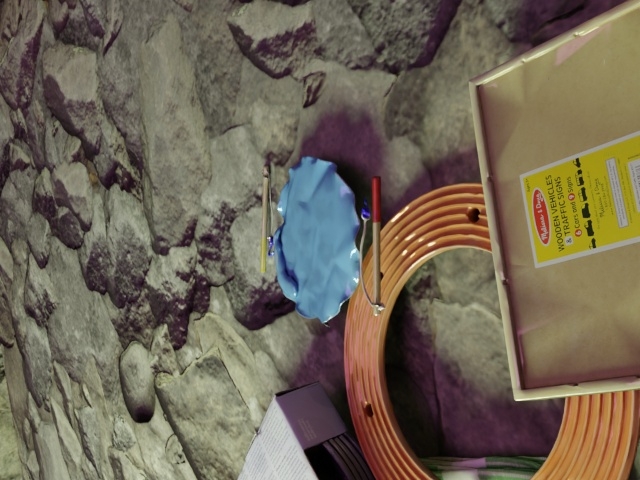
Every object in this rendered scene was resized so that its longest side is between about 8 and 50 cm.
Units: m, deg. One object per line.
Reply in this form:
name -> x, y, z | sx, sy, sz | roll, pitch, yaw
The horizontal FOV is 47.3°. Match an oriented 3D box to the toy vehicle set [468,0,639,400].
toy vehicle set -> 0.201, -0.026, 0.533 | 0.166, 0.035, 0.267 | -20, 69, 46

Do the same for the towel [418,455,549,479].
towel -> 0.156, 0.328, 0.707 | 0.324, 0.038, 0.248 | -21, 82, 49

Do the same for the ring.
ring -> 0.136, 0.116, 0.661 | 0.336, 0.032, 0.337 | -6, 83, 53

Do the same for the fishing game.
fishing game -> 0.000, 0.000, 0.817 | 0.264, 0.041, 0.189 | 7, 99, 59

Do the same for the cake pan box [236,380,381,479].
cake pan box -> -0.004, 0.326, 0.832 | 0.246, 0.070, 0.267 | 55, 143, 29

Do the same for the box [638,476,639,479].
box -> 0.276, 0.254, 0.468 | 0.190, 0.045, 0.184 | 15, 82, 56
